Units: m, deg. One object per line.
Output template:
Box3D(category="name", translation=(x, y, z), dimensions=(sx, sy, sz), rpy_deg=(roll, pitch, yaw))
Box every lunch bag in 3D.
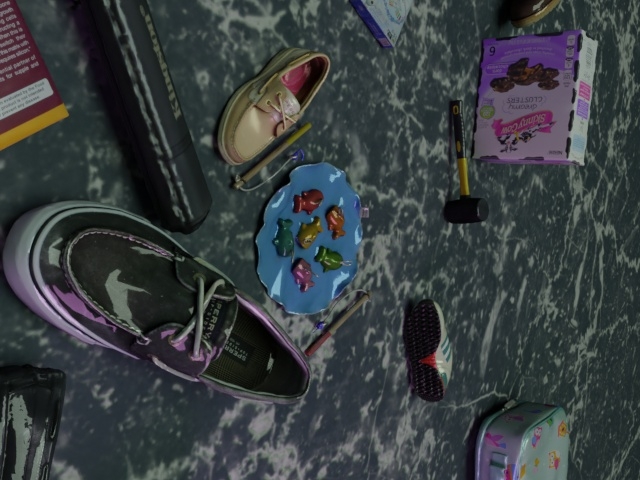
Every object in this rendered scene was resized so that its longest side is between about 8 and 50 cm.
Box3D(category="lunch bag", translation=(0.358, 0.432, 1.289), dimensions=(0.224, 0.107, 0.280), rpy_deg=(-6, 99, -47))

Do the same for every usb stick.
Box3D(category="usb stick", translation=(-0.155, -0.138, 0.626), dimensions=(0.077, 0.045, 0.278), rpy_deg=(-66, 144, -61))

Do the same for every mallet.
Box3D(category="mallet", translation=(0.225, -0.118, 1.082), dimensions=(0.039, 0.062, 0.190), rpy_deg=(-10, 103, -48))

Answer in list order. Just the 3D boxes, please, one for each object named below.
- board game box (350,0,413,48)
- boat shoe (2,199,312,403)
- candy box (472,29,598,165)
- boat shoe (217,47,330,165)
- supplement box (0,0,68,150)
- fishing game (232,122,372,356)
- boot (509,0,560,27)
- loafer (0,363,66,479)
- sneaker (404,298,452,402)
Box3D(category="board game box", translation=(0.082, -0.313, 0.915), dimensions=(0.090, 0.020, 0.090), rpy_deg=(42, 64, -44))
Box3D(category="boat shoe", translation=(-0.119, 0.063, 0.650), dimensions=(0.335, 0.119, 0.121), rpy_deg=(37, 68, -47))
Box3D(category="candy box", translation=(0.335, -0.220, 1.120), dimensions=(0.070, 0.164, 0.197), rpy_deg=(3, 93, -50))
Box3D(category="boat shoe", translation=(-0.046, -0.148, 0.754), dimensions=(0.170, 0.059, 0.063), rpy_deg=(-59, 135, -27))
Box3D(category="supplement box", translation=(-0.267, -0.147, 0.471), dimensions=(0.104, 0.080, 0.188), rpy_deg=(-42, 126, -38))
Box3D(category="fishing game", translation=(0.000, 0.000, 0.849), dimensions=(0.189, 0.041, 0.264), rpy_deg=(-40, 125, -36))
Box3D(category="boot", translation=(0.331, -0.496, 1.162), dimensions=(0.207, 0.090, 0.249), rpy_deg=(45, 62, -30))
Box3D(category="loafer", translation=(-0.239, 0.211, 0.561), dimensions=(0.078, 0.076, 0.224), rpy_deg=(5, 88, -43))
Box3D(category="sneaker", translation=(0.168, 0.157, 1.071), dimensions=(0.075, 0.057, 0.162), rpy_deg=(-37, 123, -61))
